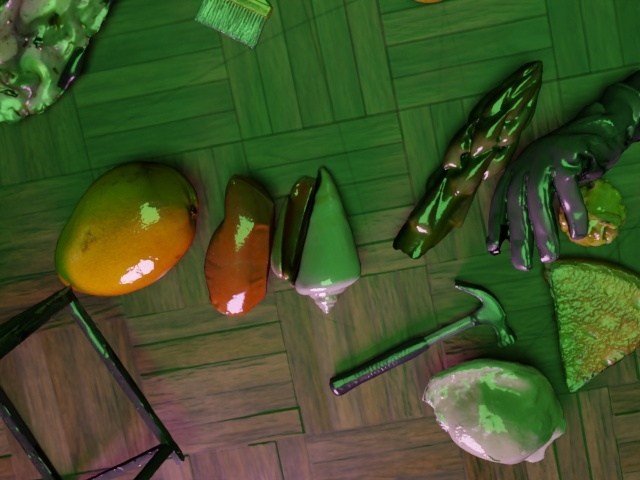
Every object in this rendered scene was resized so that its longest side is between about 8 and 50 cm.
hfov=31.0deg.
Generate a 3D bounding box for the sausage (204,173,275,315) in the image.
[{"bbox_3d":[-0.097,0.006,1.444,0.089,0.089,0.179,10,107,2],"label":"sausage"}]

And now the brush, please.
[{"bbox_3d":[-0.077,-0.345,1.411,0.083,0.011,0.205,25,101,0],"label":"brush"}]

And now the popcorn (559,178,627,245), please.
[{"bbox_3d":[0.342,-0.026,1.422,0.084,0.084,0.084,1,101,4],"label":"popcorn"}]

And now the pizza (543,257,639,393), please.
[{"bbox_3d":[0.358,0.113,1.455,0.185,0.036,0.176,10,104,0],"label":"pizza"}]

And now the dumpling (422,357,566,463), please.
[{"bbox_3d":[0.228,0.209,1.448,0.199,0.118,0.136,36,105,-25],"label":"dumpling"}]

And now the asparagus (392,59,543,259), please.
[{"bbox_3d":[0.187,-0.099,1.408,0.080,0.080,0.287,30,110,-2],"label":"asparagus"}]

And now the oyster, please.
[{"bbox_3d":[-0.315,-0.284,1.416,0.129,0.078,0.345,37,100,-24],"label":"oyster"}]

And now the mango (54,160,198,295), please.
[{"bbox_3d":[-0.247,-0.008,1.445,0.219,0.112,0.144,-37,94,23],"label":"mango"}]

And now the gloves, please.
[{"bbox_3d":[0.300,-0.087,1.376,0.119,0.142,0.285,40,83,0],"label":"gloves"}]

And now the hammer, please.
[{"bbox_3d":[0.119,0.133,1.482,0.246,0.029,0.103,-25,98,10],"label":"hammer"}]

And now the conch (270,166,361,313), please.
[{"bbox_3d":[-0.005,0.001,1.432,0.105,0.094,0.176,-5,99,25],"label":"conch"}]

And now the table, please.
[{"bbox_3d":[-0.376,0.268,1.367,0.222,0.335,0.272,-27,100,27],"label":"table"}]

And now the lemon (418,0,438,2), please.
[{"bbox_3d":[0.124,-0.315,1.375,0.083,0.062,0.062,12,102,0],"label":"lemon"}]
